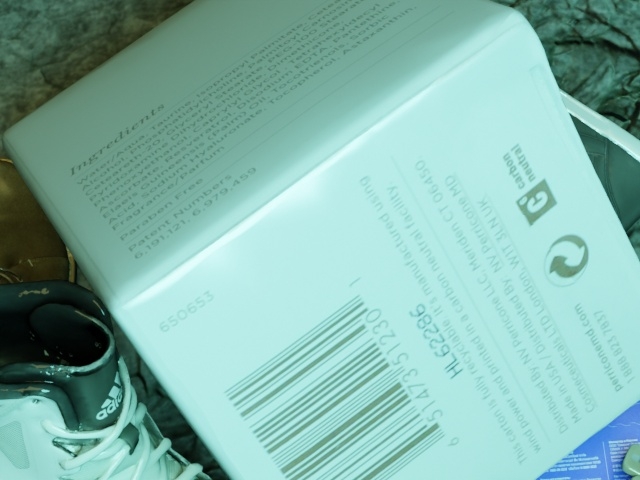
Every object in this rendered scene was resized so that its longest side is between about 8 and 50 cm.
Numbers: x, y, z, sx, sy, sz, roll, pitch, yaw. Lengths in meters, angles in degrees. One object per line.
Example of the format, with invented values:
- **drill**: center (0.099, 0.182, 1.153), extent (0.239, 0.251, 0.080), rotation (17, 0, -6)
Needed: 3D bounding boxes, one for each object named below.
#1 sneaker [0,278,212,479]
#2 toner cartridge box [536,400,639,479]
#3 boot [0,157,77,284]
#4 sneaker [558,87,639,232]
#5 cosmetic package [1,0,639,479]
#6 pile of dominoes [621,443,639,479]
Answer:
- **sneaker**: center (-0.166, 0.193, 1.022), extent (0.447, 0.257, 0.169), rotation (31, 53, -6)
- **toner cartridge box**: center (0.242, 0.167, 1.171), extent (0.348, 0.075, 0.165), rotation (-5, 69, 3)
- **boot**: center (-0.298, 0.045, 1.245), extent (0.112, 0.115, 0.305), rotation (-14, 69, 2)
- **sneaker**: center (0.174, -0.079, 1.249), extent (0.296, 0.104, 0.147), rotation (32, 71, 11)
- **cosmetic package**: center (0.000, 0.000, 1.031), extent (0.327, 0.329, 0.394), rotation (-37, 31, -7)
- **pile of dominoes**: center (0.333, 0.269, 1.009), extent (0.196, 0.040, 0.251), rotation (13, 47, -1)
